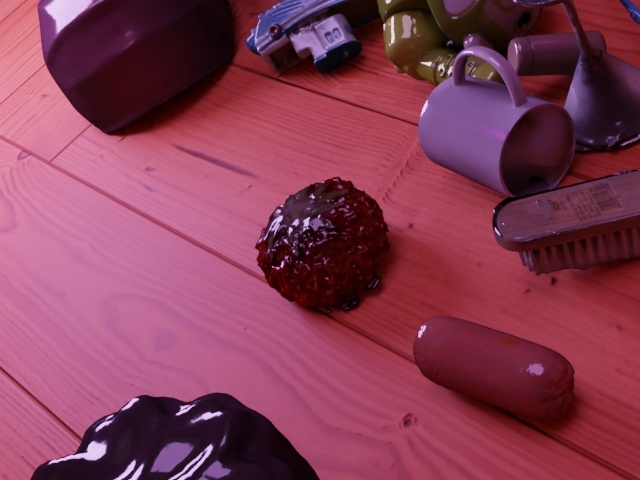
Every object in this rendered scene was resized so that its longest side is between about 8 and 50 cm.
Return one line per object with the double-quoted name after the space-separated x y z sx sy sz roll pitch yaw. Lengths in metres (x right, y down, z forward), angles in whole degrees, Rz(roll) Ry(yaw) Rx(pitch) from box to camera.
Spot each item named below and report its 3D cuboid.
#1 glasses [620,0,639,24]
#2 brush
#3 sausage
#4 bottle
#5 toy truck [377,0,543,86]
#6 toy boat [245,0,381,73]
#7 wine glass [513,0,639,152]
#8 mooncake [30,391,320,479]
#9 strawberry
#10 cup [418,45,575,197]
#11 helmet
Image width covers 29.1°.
0.399 -0.289 1.313 0.189 0.088 0.220 -30 17 5 "glasses"
0.316 -0.031 1.077 0.327 0.065 0.070 -14 34 8 "brush"
0.145 0.106 1.033 0.154 0.062 0.062 16 59 45 "sausage"
0.245 -0.194 1.278 0.096 0.045 0.045 -4 38 -8 "bottle"
0.148 -0.245 1.370 0.187 0.148 0.211 8 79 37 "toy truck"
0.017 -0.260 1.533 0.215 0.088 0.102 -27 72 7 "toy boat"
0.256 -0.189 1.183 0.122 0.183 0.122 -19 38 16 "wine glass"
-0.128 0.256 1.004 0.283 0.141 0.283 -18 42 18 "mooncake"
0.000 0.000 1.238 0.145 0.086 0.145 -20 37 16 "strawberry"
0.176 -0.120 1.210 0.099 0.136 0.133 0 19 -35 "cup"
-0.275 -0.314 1.697 0.271 0.197 0.338 -30 38 8 "helmet"
